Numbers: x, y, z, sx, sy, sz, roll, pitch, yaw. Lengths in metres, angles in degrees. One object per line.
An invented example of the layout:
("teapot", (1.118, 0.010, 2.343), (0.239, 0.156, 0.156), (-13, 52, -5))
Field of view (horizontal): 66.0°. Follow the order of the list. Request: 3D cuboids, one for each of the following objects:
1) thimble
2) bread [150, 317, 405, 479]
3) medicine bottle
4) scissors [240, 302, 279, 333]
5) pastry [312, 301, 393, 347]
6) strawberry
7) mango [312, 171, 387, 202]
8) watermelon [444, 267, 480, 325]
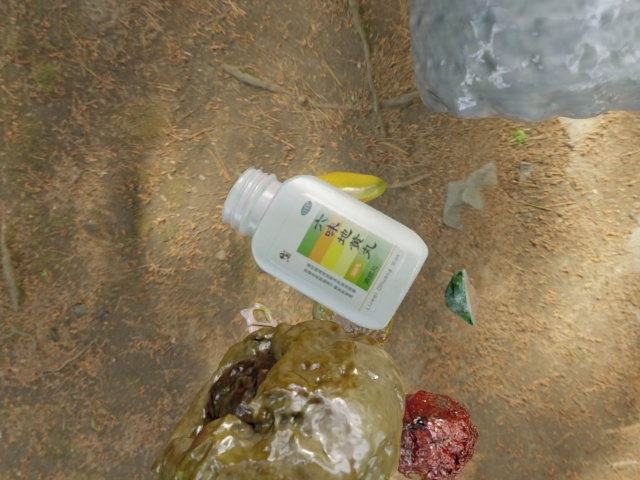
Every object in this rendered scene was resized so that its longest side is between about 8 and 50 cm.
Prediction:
("thimble", (0.180, -0.189, 0.388), (0.217, 0.245, 0.157), (6, 117, 20))
("bread", (-0.040, 0.158, 0.393), (0.123, 0.230, 0.230), (40, 100, -11))
("medicine bottle", (0.000, 0.000, 0.822), (0.324, 0.124, 0.179), (30, 94, 7))
("scissors", (-0.134, 0.269, 1.517), (0.024, 0.318, 0.160), (-31, 66, 19))
("pastry", (0.071, 0.183, 1.103), (0.182, 0.093, 0.192), (-3, 112, -17))
("strawberry", (0.316, 0.554, 1.412), (0.275, 0.220, 0.273), (0, 60, 0))
("mango", (0.060, -0.161, 1.625), (0.317, 0.176, 0.119), (-5, 115, 8))
("watermelon", (0.423, 0.163, 1.488), (0.080, 0.101, 0.155), (-34, 117, -35))
